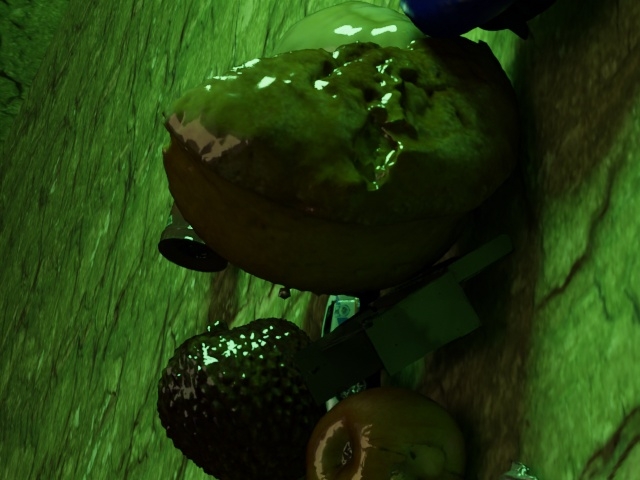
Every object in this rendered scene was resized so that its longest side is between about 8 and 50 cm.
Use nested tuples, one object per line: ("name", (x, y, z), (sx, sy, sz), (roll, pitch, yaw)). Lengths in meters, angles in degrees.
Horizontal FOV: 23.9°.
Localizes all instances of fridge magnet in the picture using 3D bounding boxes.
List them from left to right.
("fridge magnet", (0.170, -0.290, 1.330), (0.265, 0.113, 0.265), (-42, 30, 31))

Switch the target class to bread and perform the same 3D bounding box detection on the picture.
("bread", (0.035, -0.054, 1.328), (0.179, 0.340, 0.194), (61, 144, 28))

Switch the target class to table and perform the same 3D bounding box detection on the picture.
("table", (0.081, 0.071, 1.339), (0.062, 0.175, 0.146), (62, 150, 2))

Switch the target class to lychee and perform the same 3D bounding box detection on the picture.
("lychee", (-0.077, 0.167, 1.588), (0.194, 0.194, 0.194), (-49, 33, 48))

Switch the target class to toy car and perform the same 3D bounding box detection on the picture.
("toy car", (0.033, 0.105, 1.459), (0.095, 0.056, 0.205), (61, -154, -57))

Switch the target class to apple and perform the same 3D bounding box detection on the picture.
("apple", (0.052, 0.196, 1.310), (0.146, 0.146, 0.146), (-49, 33, 48))

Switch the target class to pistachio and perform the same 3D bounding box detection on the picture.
("pistachio", (0.025, -0.148, 1.562), (0.293, 0.162, 0.181), (-38, 54, 57))

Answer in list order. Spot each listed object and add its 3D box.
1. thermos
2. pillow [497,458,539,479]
("thermos", (-0.142, -0.083, 1.987), (0.099, 0.124, 0.232), (-29, 42, 57))
("pillow", (0.119, 0.297, 1.190), (0.248, 0.049, 0.135), (-63, 20, 20))
